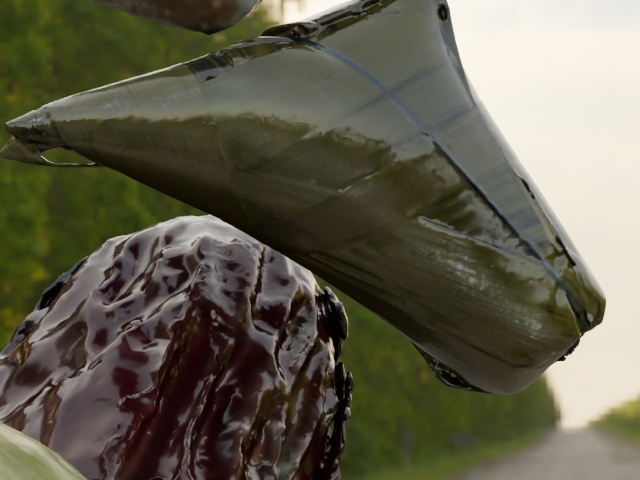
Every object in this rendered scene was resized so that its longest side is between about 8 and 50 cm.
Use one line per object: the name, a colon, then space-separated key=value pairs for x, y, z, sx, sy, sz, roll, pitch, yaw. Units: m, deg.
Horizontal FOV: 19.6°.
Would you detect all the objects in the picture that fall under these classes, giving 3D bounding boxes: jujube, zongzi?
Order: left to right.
jujube: x=-0.118 y=0.159 z=1.209 sx=0.258 sy=0.258 sz=0.377 roll=-8 pitch=36 yaw=32
zongzi: x=0.000 y=0.000 z=1.054 sx=0.289 sy=0.260 sz=0.123 roll=-24 pitch=-8 yaw=-35

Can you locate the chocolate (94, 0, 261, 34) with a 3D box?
chocolate: x=-0.059 y=-0.269 z=1.159 sx=0.185 sy=0.303 sz=0.100 roll=18 pitch=-36 yaw=27

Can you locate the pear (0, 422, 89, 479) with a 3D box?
pear: x=-0.173 y=0.184 z=0.633 sx=0.287 sy=0.287 sz=0.375 roll=-4 pitch=-18 yaw=9
